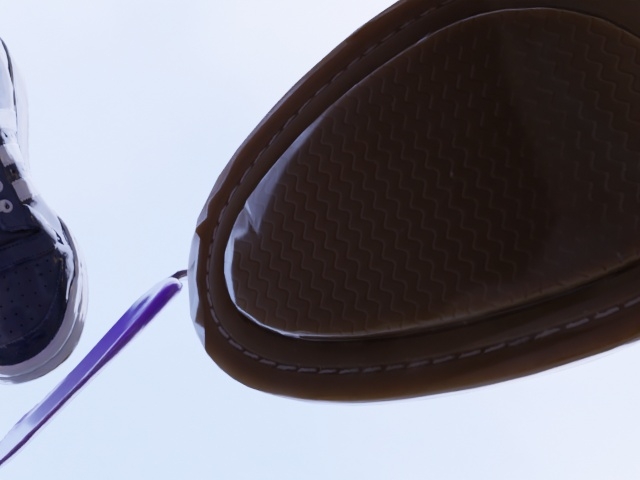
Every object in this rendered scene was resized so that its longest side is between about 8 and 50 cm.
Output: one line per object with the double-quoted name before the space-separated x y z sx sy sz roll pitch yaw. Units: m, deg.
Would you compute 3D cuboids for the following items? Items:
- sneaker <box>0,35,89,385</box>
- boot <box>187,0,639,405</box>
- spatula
"sneaker" -0.223 -0.057 0.908 0.099 0.153 0.282 -21 -124 0
"boot" 0.123 -0.012 0.434 0.283 0.220 0.109 -31 -117 10
"spatula" 0.000 0.000 0.553 0.296 0.084 0.030 -29 -88 -17
